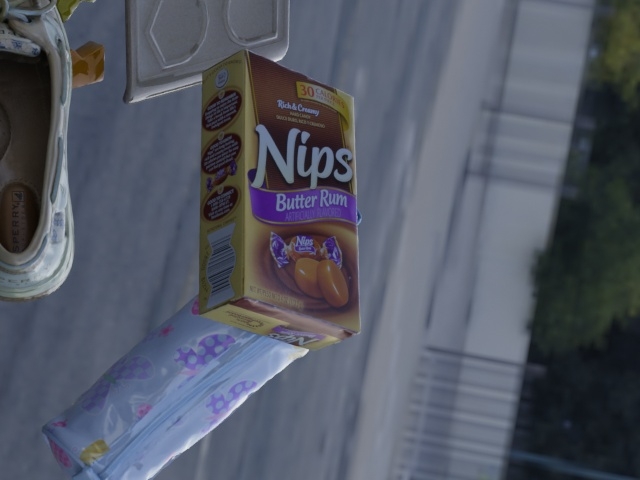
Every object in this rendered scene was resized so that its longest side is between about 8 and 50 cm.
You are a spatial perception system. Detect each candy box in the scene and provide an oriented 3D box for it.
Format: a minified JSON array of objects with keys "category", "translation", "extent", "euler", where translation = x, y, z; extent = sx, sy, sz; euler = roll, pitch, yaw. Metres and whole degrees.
[{"category":"candy box","translation":[-0.029,-0.028,1.233],"extent":[0.109,0.053,0.187],"euler":[19,58,-40]}]

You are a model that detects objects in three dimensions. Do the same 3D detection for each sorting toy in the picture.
[{"category":"sorting toy","translation":[-0.138,-0.239,1.600],"extent":[0.307,0.041,0.229],"euler":[-22,125,-45]}]

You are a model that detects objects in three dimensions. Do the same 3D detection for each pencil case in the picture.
[{"category":"pencil case","translation":[-0.136,0.143,1.705],"extent":[0.273,0.124,0.113],"euler":[-40,121,-17]}]

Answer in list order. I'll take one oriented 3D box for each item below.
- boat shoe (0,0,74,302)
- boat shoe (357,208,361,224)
[{"category":"boat shoe","translation":[-0.222,-0.103,1.257],"extent":[0.089,0.104,0.285],"euler":[111,-33,-71]},{"category":"boat shoe","translation":[0.000,0.000,1.958],"extent":[0.109,0.089,0.258],"euler":[-40,139,-31]}]
